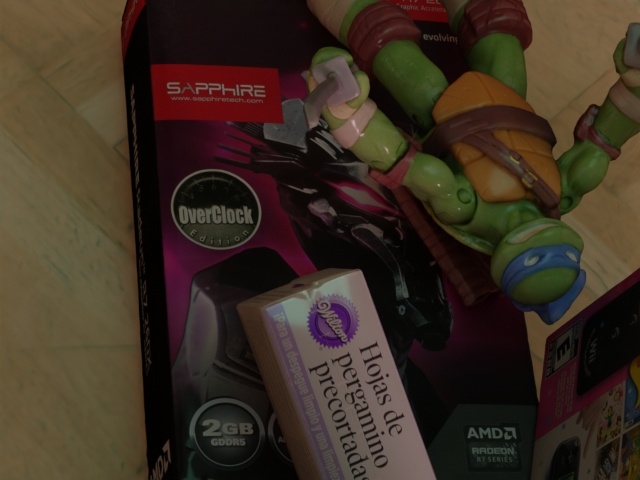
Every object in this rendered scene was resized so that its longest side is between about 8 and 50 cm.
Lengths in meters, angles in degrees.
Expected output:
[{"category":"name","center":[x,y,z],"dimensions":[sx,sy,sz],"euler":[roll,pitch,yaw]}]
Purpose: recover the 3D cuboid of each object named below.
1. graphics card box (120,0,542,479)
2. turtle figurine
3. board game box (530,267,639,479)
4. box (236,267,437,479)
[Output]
[{"category":"graphics card box","center":[0.000,0.000,1.226],"dimensions":[0.233,0.094,0.371],"euler":[3,63,-16]},{"category":"turtle figurine","center":[0.094,-0.113,1.124],"dimensions":[0.198,0.274,0.266],"euler":[-31,47,7]},{"category":"board game box","center":[0.222,0.100,1.018],"dimensions":[0.097,0.303,0.224],"euler":[21,57,-18]},{"category":"box","center":[0.041,0.175,1.077],"dimensions":[0.063,0.067,0.324],"euler":[-21,94,-15]}]
